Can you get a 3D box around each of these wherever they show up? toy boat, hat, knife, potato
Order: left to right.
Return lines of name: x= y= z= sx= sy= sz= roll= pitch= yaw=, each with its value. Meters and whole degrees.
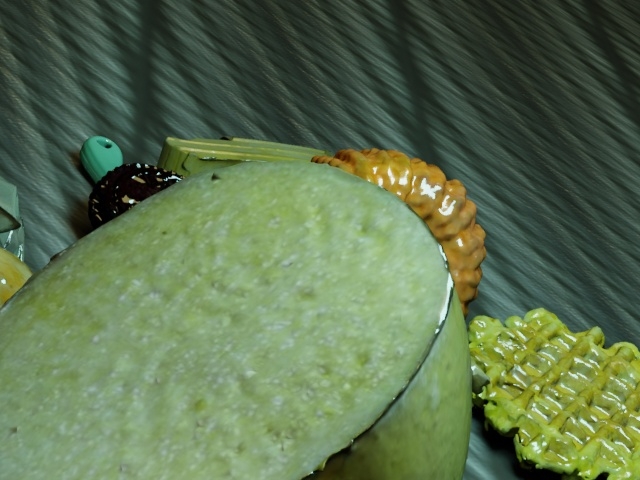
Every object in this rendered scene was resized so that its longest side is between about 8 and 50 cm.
knife: x=-0.240 y=-0.042 z=2.112 sx=0.063 sy=0.035 sz=0.260 roll=9 pitch=36 yaw=-39
potato: x=-0.070 y=0.187 z=1.386 sx=0.442 sy=0.319 sz=0.385 roll=-40 pitch=42 yaw=-26
toy boat: x=-0.073 y=-0.089 z=2.229 sx=0.310 sy=0.089 sz=0.115 roll=6 pitch=25 yaw=-25
hat: x=0.000 y=0.000 z=1.991 sx=0.285 sy=0.285 sz=0.400 roll=4 pitch=13 yaw=-28

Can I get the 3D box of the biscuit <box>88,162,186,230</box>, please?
biscuit: x=-0.192 y=-0.021 z=2.048 sx=0.194 sy=0.053 sz=0.194 roll=25 pitch=32 yaw=-17

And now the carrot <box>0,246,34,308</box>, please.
carrot: x=-0.355 y=0.145 z=1.505 sx=0.224 sy=0.224 sz=0.341 roll=20 pitch=28 yaw=-1

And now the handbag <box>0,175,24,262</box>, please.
handbag: x=-0.364 y=0.004 z=1.725 sx=0.182 sy=0.270 sz=0.117 roll=34 pitch=58 yaw=20

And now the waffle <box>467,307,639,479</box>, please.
waffle: x=0.302 y=0.189 z=2.019 sx=0.302 sy=0.068 sz=0.325 roll=8 pitch=29 yaw=-22
